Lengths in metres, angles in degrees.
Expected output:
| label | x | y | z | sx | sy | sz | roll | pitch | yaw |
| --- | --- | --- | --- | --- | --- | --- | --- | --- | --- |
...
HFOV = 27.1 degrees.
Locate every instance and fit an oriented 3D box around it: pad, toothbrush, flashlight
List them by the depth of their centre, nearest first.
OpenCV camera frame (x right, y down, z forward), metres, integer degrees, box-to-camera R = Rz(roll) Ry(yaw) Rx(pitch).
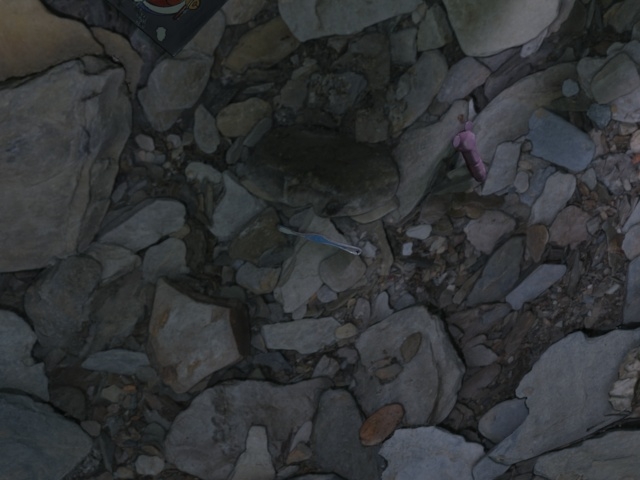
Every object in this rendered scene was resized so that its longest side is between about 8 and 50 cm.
| label | x | y | z | sx | sy | sz | roll | pitch | yaw |
| --- | --- | --- | --- | --- | --- | --- | --- | --- | --- |
| pad | -0.163 | -0.373 | 1.714 | 0.245 | 0.006 | 0.170 | -45 | 128 | 7 |
| toothbrush | 0.000 | 0.000 | 2.022 | 0.162 | 0.017 | 0.014 | 18 | 112 | -33 |
| flashlight | 0.229 | -0.133 | 2.041 | 0.052 | 0.031 | 0.110 | -50 | 136 | -21 |
